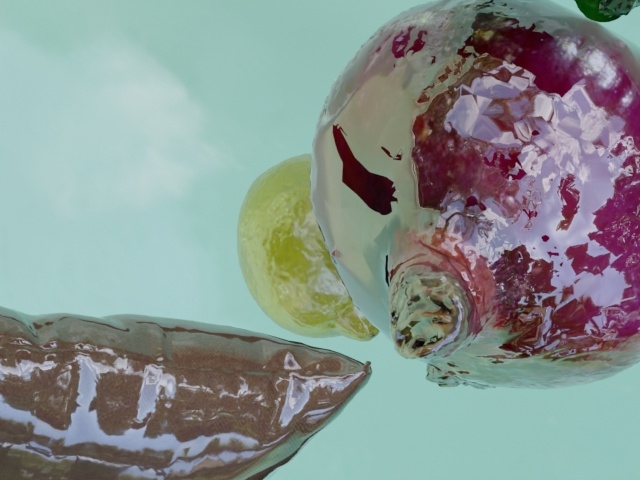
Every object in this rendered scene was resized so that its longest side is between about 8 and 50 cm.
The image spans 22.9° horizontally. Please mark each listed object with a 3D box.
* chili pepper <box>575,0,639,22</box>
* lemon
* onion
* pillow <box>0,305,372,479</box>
[{"bbox_3d":[0.158,-0.241,1.123,0.099,0.270,0.136,-49,149,-2],"label":"chili pepper"},{"bbox_3d":[0.000,0.000,1.671,0.184,0.248,0.184,-18,143,-14],"label":"lemon"},{"bbox_3d":[0.136,-0.015,1.249,0.348,0.385,0.347,10,118,19],"label":"onion"},{"bbox_3d":[-0.172,0.125,0.871,0.305,0.108,0.308,10,144,-26],"label":"pillow"}]
